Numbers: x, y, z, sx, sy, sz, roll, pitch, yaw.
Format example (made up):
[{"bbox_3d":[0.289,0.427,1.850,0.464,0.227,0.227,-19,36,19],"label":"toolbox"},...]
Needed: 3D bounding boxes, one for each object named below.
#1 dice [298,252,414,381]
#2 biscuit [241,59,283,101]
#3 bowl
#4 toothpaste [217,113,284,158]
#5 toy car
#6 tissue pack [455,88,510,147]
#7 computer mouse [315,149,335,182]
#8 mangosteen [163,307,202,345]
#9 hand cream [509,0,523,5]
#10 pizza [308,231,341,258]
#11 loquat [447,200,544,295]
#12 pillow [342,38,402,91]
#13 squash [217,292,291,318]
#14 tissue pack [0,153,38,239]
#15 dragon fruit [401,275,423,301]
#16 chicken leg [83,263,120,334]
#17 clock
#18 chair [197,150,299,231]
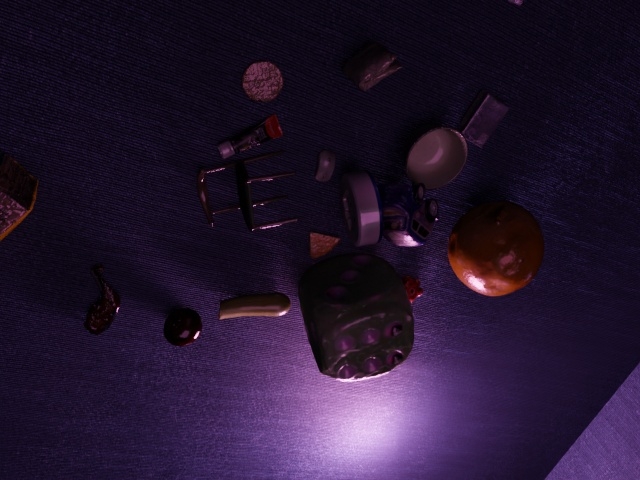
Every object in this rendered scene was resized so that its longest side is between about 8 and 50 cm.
[{"bbox_3d":[0.114,0.252,1.991,0.322,0.330,0.318,-13,122,-9],"label":"dice"},{"bbox_3d":[-0.160,-0.440,1.659,0.120,0.015,0.120,-8,122,-13],"label":"biscuit"},{"bbox_3d":[0.344,-0.274,1.871,0.211,0.112,0.211,-8,122,-12],"label":"bowl"},{"bbox_3d":[-0.202,-0.296,1.722,0.193,0.045,0.071,-25,126,-9],"label":"toothpaste"},{"bbox_3d":[0.255,-0.081,1.881,0.235,0.172,0.158,41,59,-45],"label":"toy car"},{"bbox_3d":[0.514,-0.384,1.897,0.112,0.051,0.156,21,112,-31],"label":"tissue pack"},{"bbox_3d":[0.016,-0.223,1.842,0.056,0.032,0.110,2,120,-19],"label":"computer mouse"},{"bbox_3d":[-0.443,0.289,1.964,0.140,0.140,0.140,-8,123,-13],"label":"mangosteen"},{"bbox_3d":[0.549,-0.705,1.732,0.093,0.019,0.030,21,114,-21],"label":"hand cream"},{"bbox_3d":[0.000,0.000,1.980,0.123,0.026,0.108,-35,122,8],"label":"pizza"},{"bbox_3d":[0.591,0.027,2.017,0.328,0.328,0.328,-8,123,-13],"label":"loquat"},{"bbox_3d":[0.139,-0.475,1.636,0.134,0.181,0.078,-34,122,4],"label":"pillow"},{"bbox_3d":[-0.221,0.219,2.007,0.250,0.083,0.083,-2,121,-17],"label":"squash"},{"bbox_3d":[-0.869,-0.067,1.549,0.271,0.192,0.134,-39,123,8],"label":"tissue pack"},{"bbox_3d":[0.311,0.190,2.177,0.126,0.068,0.112,-18,124,-9],"label":"dragon fruit"},{"bbox_3d":[-0.677,0.189,1.862,0.106,0.051,0.253,7,116,-16],"label":"chicken leg"},{"bbox_3d":[0.123,-0.098,1.836,0.083,0.230,0.230,-9,123,-7],"label":"clock"},{"bbox_3d":[-0.213,-0.134,1.740,0.272,0.166,0.188,-11,123,-12],"label":"chair"}]
